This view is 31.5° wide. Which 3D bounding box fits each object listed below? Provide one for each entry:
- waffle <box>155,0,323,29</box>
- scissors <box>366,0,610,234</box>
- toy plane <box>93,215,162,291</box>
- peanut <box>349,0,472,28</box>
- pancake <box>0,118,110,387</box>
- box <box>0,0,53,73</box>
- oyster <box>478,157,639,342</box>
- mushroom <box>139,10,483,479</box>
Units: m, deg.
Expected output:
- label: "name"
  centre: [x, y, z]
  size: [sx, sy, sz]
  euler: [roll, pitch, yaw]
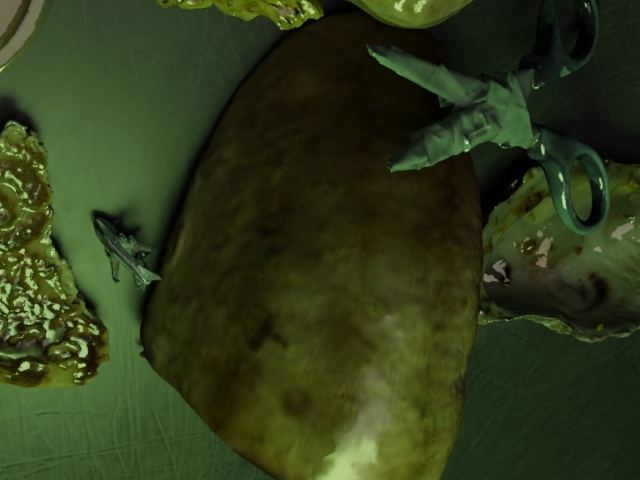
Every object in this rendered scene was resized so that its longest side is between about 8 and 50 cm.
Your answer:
- label: "waffle"
  centre: [-0.105, -0.271, 0.856]
  size: [0.291, 0.291, 0.051]
  euler: [49, 53, -30]
- label: "scissors"
  centre: [0.162, -0.123, 1.011]
  size: [0.383, 0.029, 0.256]
  euler: [-6, 93, -49]
- label: "toy plane"
  centre: [-0.184, 0.010, 1.068]
  size: [0.083, 0.078, 0.031]
  euler: [55, 45, -4]
- label: "peanut"
  centre: [0.042, -0.248, 0.997]
  size: [0.275, 0.111, 0.125]
  euler: [0, 80, -18]
- label: "pancake"
  centre: [-0.291, 0.011, 1.026]
  size: [0.266, 0.057, 0.244]
  euler: [17, 100, -33]
- label: "box"
  centre: [-0.337, -0.255, 0.795]
  size: [0.301, 0.216, 0.301]
  euler: [-9, 118, -17]
- label: "oyster"
  centre: [0.262, 0.002, 1.216]
  size: [0.396, 0.111, 0.204]
  euler: [-6, 97, -17]
- label: "mushroom"
  centre: [0.023, -0.002, 1.010]
  size: [0.224, 0.314, 0.397]
  euler: [14, 102, -29]
